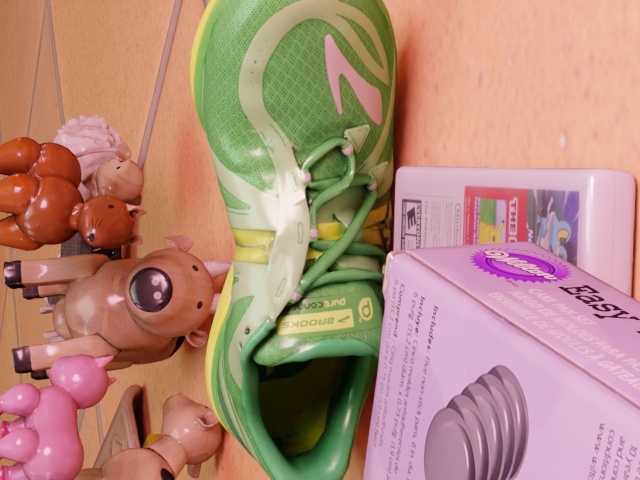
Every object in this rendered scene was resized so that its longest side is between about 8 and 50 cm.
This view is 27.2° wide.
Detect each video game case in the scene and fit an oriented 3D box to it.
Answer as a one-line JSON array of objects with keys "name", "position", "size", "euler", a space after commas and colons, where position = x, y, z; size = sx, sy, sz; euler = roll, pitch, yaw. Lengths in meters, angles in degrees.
[{"name": "video game case", "position": [0.072, 0.069, 0.556], "size": [0.183, 0.023, 0.201], "euler": [-169, 81, -71]}]

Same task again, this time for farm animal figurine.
[{"name": "farm animal figurine", "position": [-0.148, 0.076, 1.004], "size": [0.327, 0.172, 0.330], "euler": [-127, 31, -79]}]

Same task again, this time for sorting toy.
[{"name": "sorting toy", "position": [-0.189, 0.263, 1.284], "size": [0.307, 0.041, 0.229], "euler": [121, 144, -56]}]

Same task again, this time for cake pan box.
[{"name": "cake pan box", "position": [0.089, 0.162, 0.398], "size": [0.246, 0.070, 0.266], "euler": [-144, 56, -60]}]

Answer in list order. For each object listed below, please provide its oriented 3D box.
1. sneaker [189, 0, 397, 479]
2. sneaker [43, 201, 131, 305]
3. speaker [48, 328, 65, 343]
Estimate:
[{"name": "sneaker", "position": [0.000, 0.000, 0.657], "size": [0.123, 0.110, 0.295], "euler": [-125, 30, -54]}, {"name": "sneaker", "position": [-0.228, 0.020, 1.350], "size": [0.106, 0.078, 0.234], "euler": [61, 143, 32]}, {"name": "speaker", "position": [-0.275, 0.107, 1.510], "size": [0.136, 0.055, 0.055], "euler": [144, 124, -66]}]
